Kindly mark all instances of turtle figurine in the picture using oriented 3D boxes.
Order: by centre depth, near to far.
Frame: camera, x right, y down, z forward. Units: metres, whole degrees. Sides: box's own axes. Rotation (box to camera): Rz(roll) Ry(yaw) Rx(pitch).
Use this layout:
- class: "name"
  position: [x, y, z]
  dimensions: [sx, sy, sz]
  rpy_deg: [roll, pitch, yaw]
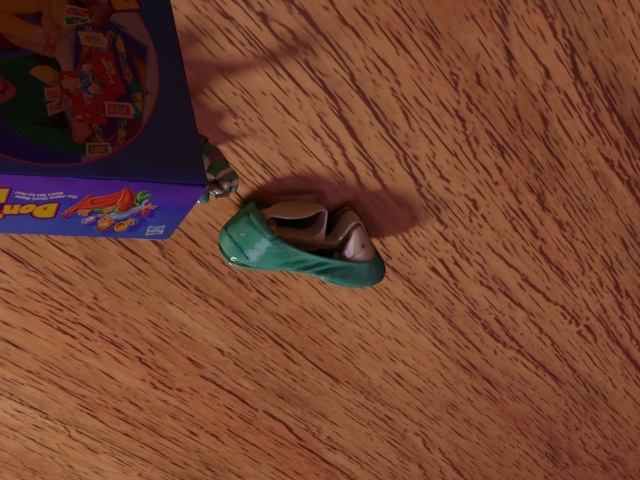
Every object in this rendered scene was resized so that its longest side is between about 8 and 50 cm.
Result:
- class: "turtle figurine"
  position: [-0.165, -0.080, 1.658]
  dimensions: [0.175, 0.118, 0.234]
  rpy_deg: [1, 169, 3]

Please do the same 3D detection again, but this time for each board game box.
- class: "board game box"
  position: [-0.226, -0.173, 1.185]
  dimensions: [0.233, 0.347, 0.078]
  rpy_deg: [3, 150, -29]

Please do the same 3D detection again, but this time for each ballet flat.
- class: "ballet flat"
  position: [0.000, 0.000, 1.937]
  dimensions: [0.247, 0.083, 0.087]
  rpy_deg: [8, 132, -40]
